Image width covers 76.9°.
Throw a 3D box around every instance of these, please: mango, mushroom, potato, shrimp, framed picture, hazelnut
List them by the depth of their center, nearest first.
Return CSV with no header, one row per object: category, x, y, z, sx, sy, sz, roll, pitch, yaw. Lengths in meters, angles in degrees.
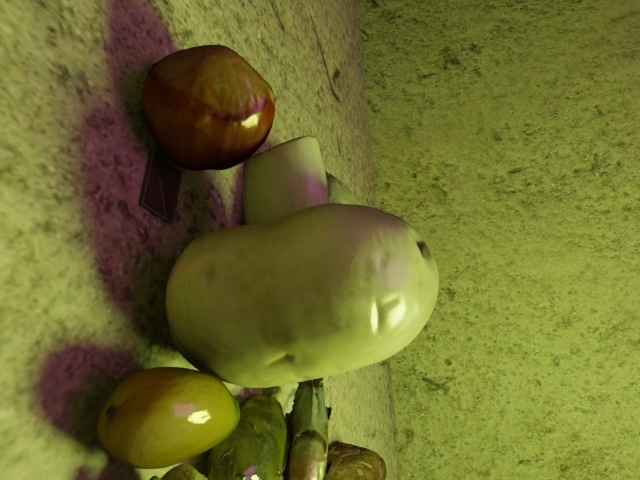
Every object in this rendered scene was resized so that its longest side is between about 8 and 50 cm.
mango,-0.156,0.196,0.450,0.091,0.130,0.195,63,11,27
mushroom,-0.034,0.052,0.550,0.325,0.354,0.352,-41,126,-44
framed picture,-0.218,-0.074,0.557,0.066,0.007,0.089,50,37,-62
hazelnut,-0.145,-0.179,0.565,0.182,0.182,0.181,-6,90,-73
potato,-0.106,0.320,0.630,0.117,0.090,0.225,63,14,-6
shrimp,-0.042,0.395,0.753,0.360,0.086,0.246,-81,-170,-58
mushroom,0.100,0.634,1.088,0.286,0.152,0.155,24,59,-71

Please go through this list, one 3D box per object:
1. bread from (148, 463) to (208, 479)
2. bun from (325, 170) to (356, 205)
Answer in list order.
bread,-0.172,0.312,0.412,0.117,0.064,0.156,78,34,-57
bun,0.000,0.000,0.885,0.365,0.220,0.364,-10,90,-75
